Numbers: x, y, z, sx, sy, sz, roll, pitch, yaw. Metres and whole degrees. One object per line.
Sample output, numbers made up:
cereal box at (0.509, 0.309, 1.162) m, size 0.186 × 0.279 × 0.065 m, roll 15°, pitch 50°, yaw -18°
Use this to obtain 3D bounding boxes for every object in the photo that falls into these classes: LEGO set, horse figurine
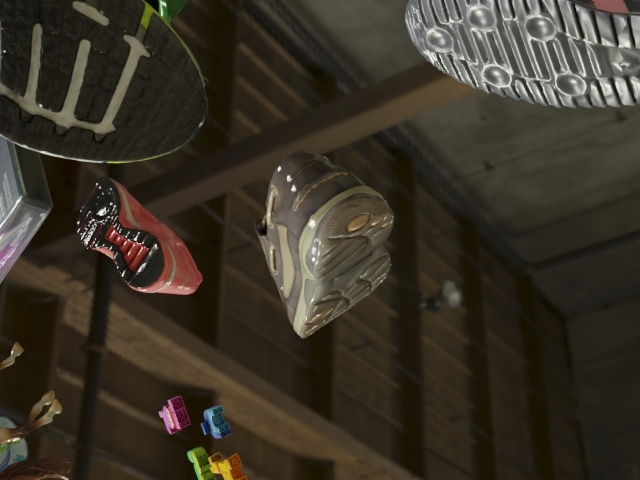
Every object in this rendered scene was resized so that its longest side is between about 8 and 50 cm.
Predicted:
LEGO set at (-0.179, 0.343, 1.690) m, size 0.087 × 0.093 × 0.227 m, roll -20°, pitch -88°, yaw -30°
horse figurine at (-0.400, 0.202, 1.237) m, size 0.263 × 0.174 × 0.066 m, roll 43°, pitch 166°, yaw 29°

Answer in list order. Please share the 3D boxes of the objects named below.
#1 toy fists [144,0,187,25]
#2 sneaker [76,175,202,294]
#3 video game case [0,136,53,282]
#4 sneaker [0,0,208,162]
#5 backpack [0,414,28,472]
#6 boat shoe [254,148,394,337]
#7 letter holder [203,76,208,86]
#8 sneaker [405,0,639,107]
toy fists at (-0.175, -0.336, 1.001) m, size 0.279 × 0.096 × 0.142 m, roll 77°, pitch -152°, yaw -45°
sneaker at (-0.312, 0.005, 1.847) m, size 0.136 × 0.116 × 0.314 m, roll 25°, pitch -165°, yaw -47°
video game case at (-0.281, 0.013, 0.756) m, size 0.026 × 0.274 × 0.196 m, roll 23°, pitch -153°, yaw -39°
sneaker at (-0.202, -0.130, 0.637) m, size 0.121 × 0.300 × 0.111 m, roll -33°, pitch -33°, yaw -81°
backpack at (-0.447, 0.283, 1.408) m, size 0.114 × 0.084 × 0.105 m, roll -20°, pitch -114°, yaw -34°
boat shoe at (0.000, 0.000, 1.220) m, size 0.130 × 0.132 × 0.355 m, roll 54°, pitch 161°, yaw 17°
letter holder at (-0.354, -0.297, 1.627) m, size 0.214 × 0.152 × 0.302 m, roll 44°, pitch -174°, yaw 30°
sneaker at (0.222, -0.170, 0.746) m, size 0.112 × 0.319 × 0.131 m, roll 69°, pitch -144°, yaw -47°
